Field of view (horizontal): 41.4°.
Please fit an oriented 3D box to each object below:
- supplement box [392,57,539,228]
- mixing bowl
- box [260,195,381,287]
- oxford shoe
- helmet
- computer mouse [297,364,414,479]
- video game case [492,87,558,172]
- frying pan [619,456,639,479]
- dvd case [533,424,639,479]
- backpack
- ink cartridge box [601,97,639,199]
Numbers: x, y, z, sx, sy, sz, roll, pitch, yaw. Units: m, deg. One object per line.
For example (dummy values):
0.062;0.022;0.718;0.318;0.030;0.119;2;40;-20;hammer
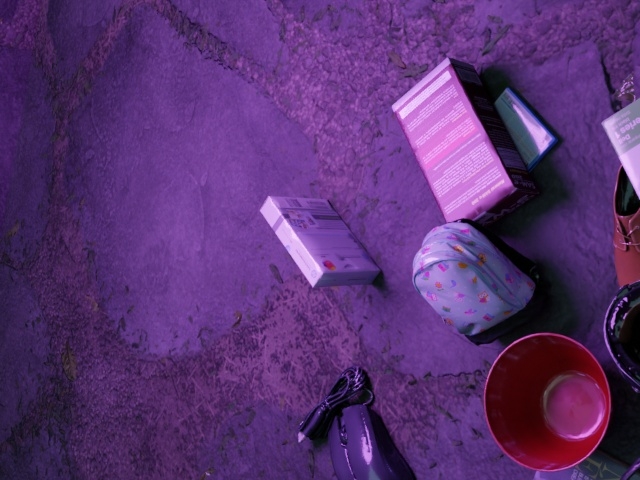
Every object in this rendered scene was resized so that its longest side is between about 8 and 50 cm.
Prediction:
0.216;-0.141;1.286;0.130;0.073;0.240;-38;63;36;supplement box
0.327;0.223;1.157;0.181;0.098;0.182;-13;69;38;mixing bowl
0.000;0.000;1.458;0.186;0.145;0.038;52;124;31;box
0.412;-0.004;1.115;0.076;0.076;0.212;-6;86;41;oxford shoe
0.436;0.126;1.026;0.169;0.161;0.170;-20;60;38;helmet
0.059;0.368;1.434;0.188;0.072;0.272;-52;56;28;computer mouse
0.270;-0.132;1.296;0.166;0.015;0.119;-52;56;29;video game case
0.437;0.146;0.917;0.326;0.053;0.197;-28;90;19;frying pan
0.387;0.378;1.158;0.221;0.018;0.165;27;106;41;dvd case
0.219;0.058;1.223;0.182;0.115;0.152;46;124;-12;backpack
0.453;-0.063;1.017;0.092;0.160;0.220;-35;65;38;ink cartridge box
